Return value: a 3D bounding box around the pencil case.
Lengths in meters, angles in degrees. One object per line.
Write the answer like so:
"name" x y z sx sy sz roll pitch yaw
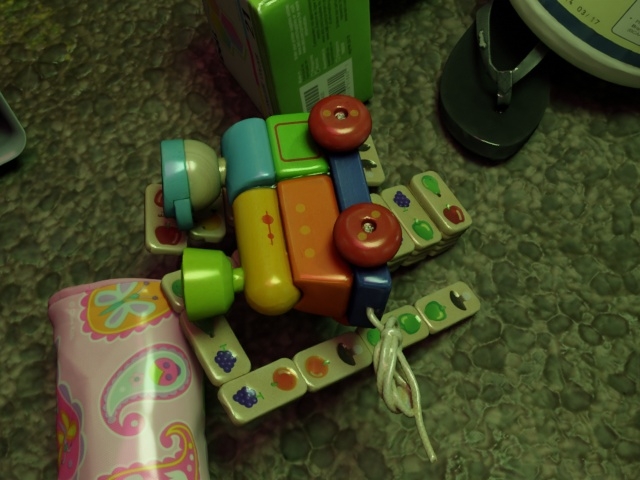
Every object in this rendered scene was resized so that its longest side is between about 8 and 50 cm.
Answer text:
"pencil case" -0.124 0.164 0.541 0.124 0.124 0.284 -7 65 -1

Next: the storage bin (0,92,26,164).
"storage bin" -0.334 -0.095 0.688 0.135 0.098 0.091 -29 40 -10

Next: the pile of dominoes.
"pile of dominoes" 0.000 0.000 0.591 0.251 0.040 0.196 -19 66 -35

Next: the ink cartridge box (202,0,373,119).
"ink cartridge box" -0.066 -0.235 0.679 0.097 0.189 0.255 -33 67 -10

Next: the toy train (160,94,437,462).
"toy train" -0.024 0.027 0.504 0.143 0.105 0.248 -7 60 -8

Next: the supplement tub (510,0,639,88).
"supplement tub" 0.301 -0.295 0.589 0.235 0.325 0.235 7 61 -14

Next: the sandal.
"sandal" 0.175 -0.189 0.718 0.097 0.054 0.255 19 68 11
